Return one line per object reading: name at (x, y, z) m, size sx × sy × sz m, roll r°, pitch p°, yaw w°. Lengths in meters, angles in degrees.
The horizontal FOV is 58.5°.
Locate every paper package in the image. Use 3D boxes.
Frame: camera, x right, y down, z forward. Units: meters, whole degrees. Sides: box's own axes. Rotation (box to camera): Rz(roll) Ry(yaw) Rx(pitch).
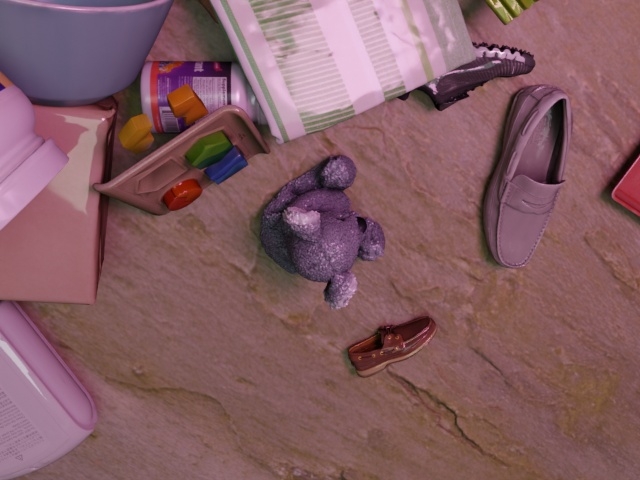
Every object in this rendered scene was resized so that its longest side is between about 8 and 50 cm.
paper package at (-0.477, -0.077, 0.834) m, size 0.324 × 0.168 × 0.310 m, roll 6°, pitch 109°, yaw -18°

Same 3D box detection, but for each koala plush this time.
koala plush at (0.000, 0.000, 0.901) m, size 0.203 × 0.221 × 0.196 m, roll -25°, pitch 111°, yaw 4°

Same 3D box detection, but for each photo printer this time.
photo printer at (-0.568, 0.279, 1.007) m, size 0.256 × 0.107 × 0.308 m, roll -27°, pitch 111°, yaw 5°

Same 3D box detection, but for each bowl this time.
bowl at (-0.350, -0.290, 0.748) m, size 0.311 × 0.312 × 0.163 m, roll 11°, pitch 129°, yaw -10°

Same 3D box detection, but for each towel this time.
towel at (0.035, -0.307, 0.812) m, size 0.324 × 0.038 × 0.248 m, roll -26°, pitch 106°, yaw -4°

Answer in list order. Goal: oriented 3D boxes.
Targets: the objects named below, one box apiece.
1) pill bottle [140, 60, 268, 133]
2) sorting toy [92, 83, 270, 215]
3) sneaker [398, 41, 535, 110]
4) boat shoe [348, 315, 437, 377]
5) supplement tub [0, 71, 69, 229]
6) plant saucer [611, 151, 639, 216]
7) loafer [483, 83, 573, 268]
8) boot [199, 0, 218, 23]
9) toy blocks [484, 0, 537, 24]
pill bottle at (-0.165, -0.216, 0.868) m, size 0.193 × 0.108 × 0.108 m, roll -1°, pitch 110°, yaw -6°
sorting toy at (-0.194, -0.108, 0.802) m, size 0.229 × 0.307 × 0.041 m, roll -29°, pitch 82°, yaw 1°
sneaker at (0.218, -0.260, 0.910) m, size 0.234 × 0.078 × 0.106 m, roll 1°, pitch 113°, yaw -2°
boat shoe at (0.133, 0.190, 1.067) m, size 0.178 × 0.064 × 0.060 m, roll -31°, pitch 112°, yaw 8°
supplement tub at (-0.464, -0.136, 0.590) m, size 0.241 × 0.241 × 0.331 m, roll -39°, pitch 115°, yaw 8°
plant saucer at (0.675, -0.132, 1.014) m, size 0.258 × 0.048 × 0.259 m, roll 28°, pitch 106°, yaw -15°
loafer at (0.348, -0.096, 0.959) m, size 0.111 × 0.111 × 0.320 m, roll 0°, pitch 110°, yaw -5°
boot at (-0.054, -0.402, 0.842) m, size 0.206 × 0.090 × 0.248 m, roll 33°, pitch 100°, yaw -30°
toy blocks at (0.380, -0.446, 0.668) m, size 0.190 × 0.261 × 0.381 m, roll 43°, pitch 92°, yaw -16°
